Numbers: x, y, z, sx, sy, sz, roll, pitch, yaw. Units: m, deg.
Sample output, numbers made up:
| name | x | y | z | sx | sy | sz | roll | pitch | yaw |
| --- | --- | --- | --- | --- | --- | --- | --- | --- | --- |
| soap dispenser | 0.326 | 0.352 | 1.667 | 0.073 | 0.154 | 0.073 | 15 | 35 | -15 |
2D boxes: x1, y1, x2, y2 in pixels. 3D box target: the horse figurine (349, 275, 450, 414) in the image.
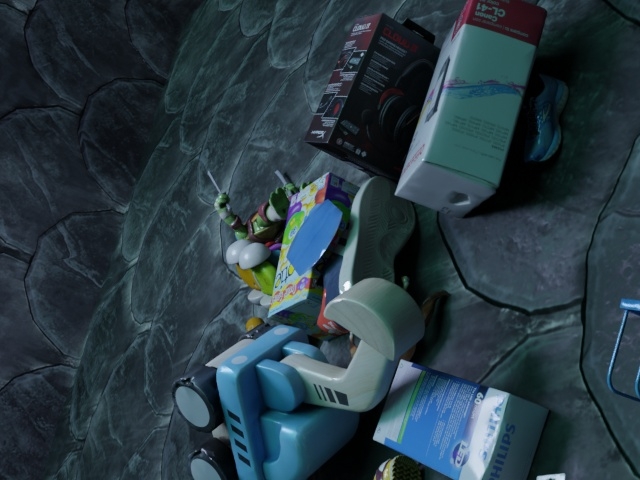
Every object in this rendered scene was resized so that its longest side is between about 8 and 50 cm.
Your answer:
| name | x | y | z | sx | sy | sz | roll | pitch | yaw |
| --- | --- | --- | --- | --- | --- | --- | --- | --- | --- |
| horse figurine | 0.112 | 0.174 | 1.414 | 0.263 | 0.066 | 0.174 | -46 | 25 | 39 |

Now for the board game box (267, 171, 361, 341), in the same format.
| name | x | y | z | sx | sy | sz | roll | pitch | yaw |
| --- | --- | --- | --- | --- | --- | --- | --- | --- | --- |
| board game box | 0.013 | 0.033 | 1.626 | 0.144 | 0.142 | 0.275 | -31 | 42 | 49 |

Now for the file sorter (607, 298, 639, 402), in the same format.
| name | x | y | z | sx | sy | sz | roll | pitch | yaw |
| --- | --- | --- | --- | --- | --- | --- | --- | --- | --- |
| file sorter | 0.402 | 0.133 | 0.858 | 0.170 | 0.118 | 0.104 | 7 | 76 | 63 |

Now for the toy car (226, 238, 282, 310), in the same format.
| name | x | y | z | sx | sy | sz | roll | pitch | yaw |
| --- | --- | --- | --- | --- | --- | --- | --- | --- | --- |
| toy car | -0.113 | 0.061 | 1.865 | 0.136 | 0.159 | 0.182 | -33 | 18 | -19 |

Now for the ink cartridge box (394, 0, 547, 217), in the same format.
| name | x | y | z | sx | sy | sz | roll | pitch | yaw |
| --- | --- | --- | --- | --- | --- | --- | --- | --- | --- |
| ink cartridge box | 0.240 | -0.216 | 1.356 | 0.226 | 0.131 | 0.306 | 119 | 171 | -77 |

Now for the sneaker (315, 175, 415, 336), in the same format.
| name | x | y | z | sx | sy | sz | roll | pitch | yaw |
| --- | --- | --- | --- | --- | --- | --- | --- | --- | --- |
| sneaker | 0.067 | 0.026 | 1.491 | 0.148 | 0.131 | 0.350 | -42 | 17 | 41 |

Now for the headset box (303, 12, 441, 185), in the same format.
| name | x | y | z | sx | sy | sz | roll | pitch | yaw |
| --- | --- | --- | --- | --- | --- | --- | --- | --- | --- |
| headset box | 0.131 | -0.275 | 1.585 | 0.110 | 0.218 | 0.293 | 17 | 83 | 63 |

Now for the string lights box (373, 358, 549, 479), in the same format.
| name | x | y | z | sx | sy | sz | roll | pitch | yaw |
| --- | --- | --- | --- | --- | --- | --- | --- | --- | --- |
| string lights box | 0.189 | 0.262 | 1.182 | 0.260 | 0.077 | 0.133 | 7 | 74 | 62 |

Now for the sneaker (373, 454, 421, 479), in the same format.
| name | x | y | z | sx | sy | sz | roll | pitch | yaw |
| --- | --- | --- | --- | --- | --- | --- | --- | --- | --- |
| sneaker | 0.104 | 0.416 | 1.231 | 0.084 | 0.070 | 0.185 | -46 | 25 | 50 |

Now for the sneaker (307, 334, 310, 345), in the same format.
| name | x | y | z | sx | sy | sz | roll | pitch | yaw |
| --- | --- | --- | --- | --- | --- | --- | --- | --- | --- |
| sneaker | -0.038 | 0.176 | 1.697 | 0.089 | 0.051 | 0.170 | -48 | -37 | -75 |

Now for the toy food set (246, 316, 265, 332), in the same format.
| name | x | y | z | sx | sy | sz | roll | pitch | yaw |
| --- | --- | --- | --- | --- | --- | --- | --- | --- | --- |
| toy food set | -0.135 | 0.285 | 1.719 | 0.232 | 0.111 | 0.104 | -63 | 27 | 20 |

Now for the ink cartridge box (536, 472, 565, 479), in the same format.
| name | x | y | z | sx | sy | sz | roll | pitch | yaw |
| --- | --- | --- | --- | --- | --- | --- | --- | --- | --- |
| ink cartridge box | 0.285 | 0.327 | 1.004 | 0.048 | 0.028 | 0.083 | -28 | 45 | 51 |

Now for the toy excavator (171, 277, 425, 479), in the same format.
| name | x | y | z | sx | sy | sz | roll | pitch | yaw |
| --- | --- | --- | --- | --- | --- | --- | --- | --- | --- |
| toy excavator | -0.017 | 0.248 | 1.351 | 0.445 | 0.222 | 0.432 | 7 | 115 | 38 |

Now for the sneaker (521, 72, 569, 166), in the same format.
| name | x | y | z | sx | sy | sz | roll | pitch | yaw |
| --- | --- | --- | --- | --- | --- | --- | --- | --- | --- |
| sneaker | 0.334 | -0.190 | 1.302 | 0.063 | 0.073 | 0.162 | -20 | 51 | 55 |

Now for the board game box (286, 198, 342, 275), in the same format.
| name | x | y | z | sx | sy | sz | roll | pitch | yaw |
| --- | --- | --- | --- | --- | --- | --- | --- | --- | --- |
| board game box | 0.000 | 0.000 | 1.481 | 0.133 | 0.033 | 0.168 | -55 | 22 | 5 |

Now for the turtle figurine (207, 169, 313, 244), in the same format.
| name | x | y | z | sx | sy | sz | roll | pitch | yaw |
| --- | --- | --- | --- | --- | --- | --- | --- | --- | --- |
| turtle figurine | -0.137 | -0.103 | 1.960 | 0.266 | 0.198 | 0.274 | -16 | 57 | 52 |
